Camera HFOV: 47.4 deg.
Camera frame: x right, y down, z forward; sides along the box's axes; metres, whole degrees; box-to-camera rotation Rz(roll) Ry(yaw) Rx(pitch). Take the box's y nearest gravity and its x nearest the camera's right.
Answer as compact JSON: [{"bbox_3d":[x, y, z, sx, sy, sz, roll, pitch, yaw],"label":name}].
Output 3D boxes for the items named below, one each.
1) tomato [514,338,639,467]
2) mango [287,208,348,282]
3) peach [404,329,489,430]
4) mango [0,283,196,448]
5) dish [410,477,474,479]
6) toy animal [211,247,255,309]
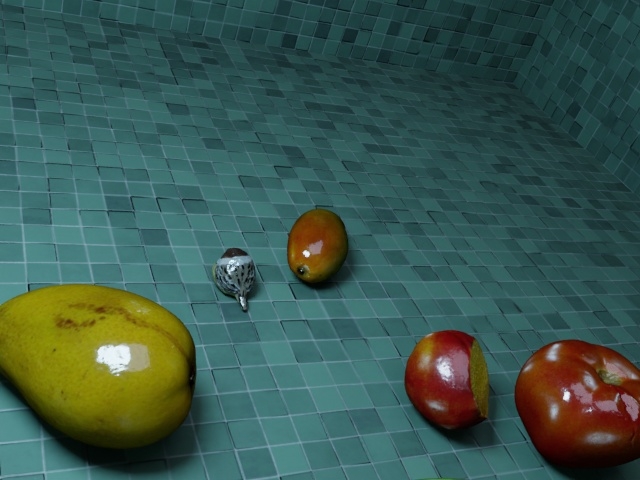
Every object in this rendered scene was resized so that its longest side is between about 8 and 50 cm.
[{"bbox_3d":[0.536,0.341,1.474,0.298,0.226,0.299,11,29,-6],"label":"tomato"},{"bbox_3d":[-0.005,-0.001,1.758,0.146,0.129,0.289,16,25,-5],"label":"mango"},{"bbox_3d":[0.267,0.277,1.452,0.190,0.190,0.192,-12,27,-39],"label":"peach"},{"bbox_3d":[-0.374,0.191,1.200,0.377,0.221,0.264,20,36,14],"label":"mango"},{"bbox_3d":[0.202,0.490,1.118,0.324,0.124,0.324,-2,6,0],"label":"dish"},{"bbox_3d":[-0.179,0.077,1.574,0.098,0.098,0.137,-3,40,-31],"label":"toy animal"}]
